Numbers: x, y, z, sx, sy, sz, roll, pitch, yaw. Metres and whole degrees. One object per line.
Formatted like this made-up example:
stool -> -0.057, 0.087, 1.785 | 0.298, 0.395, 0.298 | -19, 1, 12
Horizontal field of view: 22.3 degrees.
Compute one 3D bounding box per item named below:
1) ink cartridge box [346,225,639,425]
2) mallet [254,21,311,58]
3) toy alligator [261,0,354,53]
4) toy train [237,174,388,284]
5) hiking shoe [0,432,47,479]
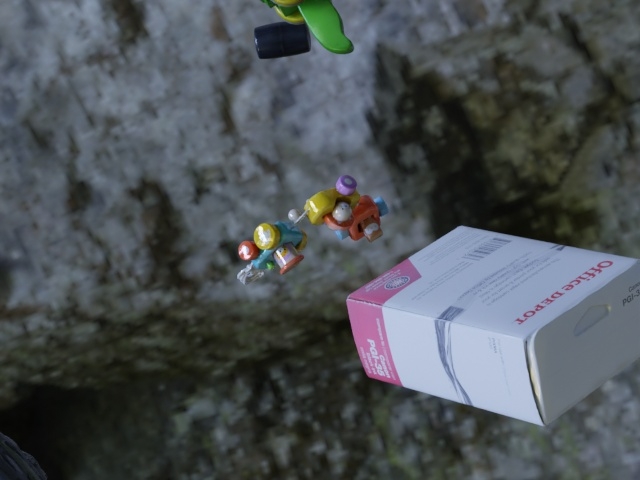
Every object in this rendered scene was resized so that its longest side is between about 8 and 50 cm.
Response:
ink cartridge box -> 0.203, 0.091, 1.842 | 0.207, 0.283, 0.117 | -30, -64, -34
mallet -> -0.027, -0.230, 1.856 | 0.190, 0.062, 0.039 | -32, -66, -76
toy alligator -> -0.044, -0.182, 0.954 | 0.190, 0.051, 0.056 | 39, 179, 10
toy train -> 0.000, 0.000, 1.568 | 0.166, 0.125, 0.046 | -29, -114, -13
hiking shoe -> -0.198, 0.216, 0.926 | 0.114, 0.086, 0.227 | -32, -67, -64
